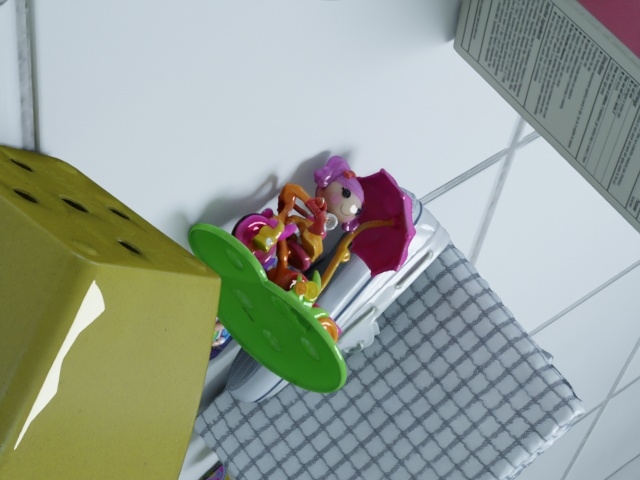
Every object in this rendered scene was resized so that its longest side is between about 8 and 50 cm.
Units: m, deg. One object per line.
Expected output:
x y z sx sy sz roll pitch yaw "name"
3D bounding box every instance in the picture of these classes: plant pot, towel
-0.183 0.057 0.912 0.187 0.212 0.212 -60 154 10 "plant pot"
0.064 0.151 1.417 0.283 0.235 0.121 -43 161 6 "towel"

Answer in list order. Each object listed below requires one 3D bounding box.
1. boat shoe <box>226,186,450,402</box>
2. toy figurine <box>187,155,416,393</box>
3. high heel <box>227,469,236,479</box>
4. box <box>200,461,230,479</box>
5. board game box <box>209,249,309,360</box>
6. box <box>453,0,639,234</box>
0.019 0.061 1.341 0.226 0.076 0.083 -47 -158 12 "boat shoe"
0.000 0.000 1.227 0.159 0.130 0.173 -49 123 -26 "toy figurine"
0.014 0.151 1.554 0.244 0.082 0.117 -49 161 0 "high heel"
-0.059 0.358 1.671 0.290 0.177 0.279 -43 159 5 "box"
-0.070 0.062 1.298 0.169 0.033 0.133 -47 157 13 "board game box"
0.221 -0.136 1.144 0.126 0.232 0.149 -33 156 -22 "box"
